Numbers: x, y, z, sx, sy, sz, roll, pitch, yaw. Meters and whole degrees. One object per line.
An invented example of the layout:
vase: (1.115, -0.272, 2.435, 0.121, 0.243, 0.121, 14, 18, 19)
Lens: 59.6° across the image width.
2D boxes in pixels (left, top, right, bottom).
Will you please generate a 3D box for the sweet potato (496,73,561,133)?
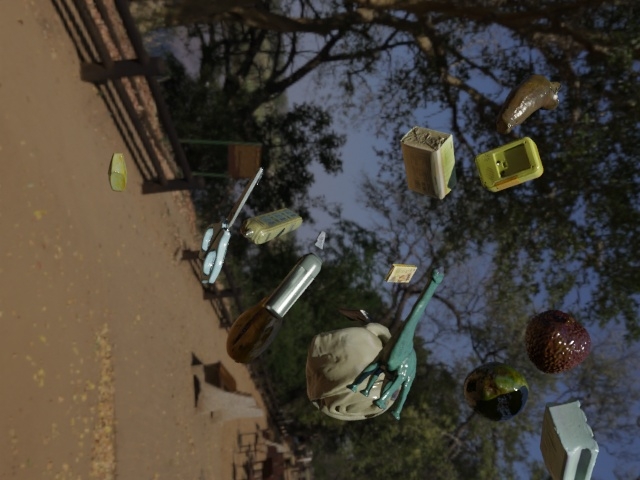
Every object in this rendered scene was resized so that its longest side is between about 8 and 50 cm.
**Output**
sweet potato: (0.509, -0.335, 1.353, 0.286, 0.085, 0.112, -40, 118, -41)

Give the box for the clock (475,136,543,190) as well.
clock: (0.663, -0.265, 1.964, 0.096, 0.202, 0.143, 5, 70, -60)

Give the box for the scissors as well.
scissors: (-0.229, -0.049, 1.431, 0.360, 0.029, 0.191, -53, -146, 28)

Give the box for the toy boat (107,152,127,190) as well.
toy boat: (-0.707, -0.232, 1.946, 0.172, 0.065, 0.066, 114, -32, -46)

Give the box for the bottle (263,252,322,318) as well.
bottle: (-0.095, 0.150, 1.919, 0.096, 0.254, 0.079, 26, -21, 40)

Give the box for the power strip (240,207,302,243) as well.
power strip: (-0.172, -0.056, 1.947, 0.066, 0.092, 0.387, -61, 168, 20)

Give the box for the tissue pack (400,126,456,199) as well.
tissue pack: (0.400, -0.285, 2.055, 0.159, 0.125, 0.234, 23, -33, 36)

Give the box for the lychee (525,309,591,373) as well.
lychee: (0.705, 0.303, 1.671, 0.194, 0.194, 0.194, 174, -90, -87)

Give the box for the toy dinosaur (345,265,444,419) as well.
toy dinosaur: (0.210, 0.245, 1.322, 0.331, 0.129, 0.383, -56, 159, -9)

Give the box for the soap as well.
soap: (0.713, 0.600, 1.622, 0.173, 0.095, 0.289, -93, 171, -47)

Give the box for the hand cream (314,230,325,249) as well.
hand cream: (0.000, 0.000, 1.811, 0.019, 0.030, 0.093, -54, -170, 35)

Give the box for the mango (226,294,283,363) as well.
mango: (-0.253, 0.340, 2.159, 0.177, 0.295, 0.120, 29, -8, 39)

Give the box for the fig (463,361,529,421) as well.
fig: (0.537, 0.466, 1.778, 0.245, 0.195, 0.195, -157, -120, -72)

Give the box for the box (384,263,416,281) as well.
box: (0.308, 0.126, 2.134, 0.020, 0.149, 0.073, 41, -65, 38)

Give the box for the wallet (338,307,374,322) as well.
wallet: (0.132, 0.276, 2.069, 0.156, 0.082, 0.018, -4, -132, 59)

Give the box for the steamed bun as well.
steamed bun: (0.128, 0.457, 1.853, 0.255, 0.342, 0.368, -123, -161, -49)
